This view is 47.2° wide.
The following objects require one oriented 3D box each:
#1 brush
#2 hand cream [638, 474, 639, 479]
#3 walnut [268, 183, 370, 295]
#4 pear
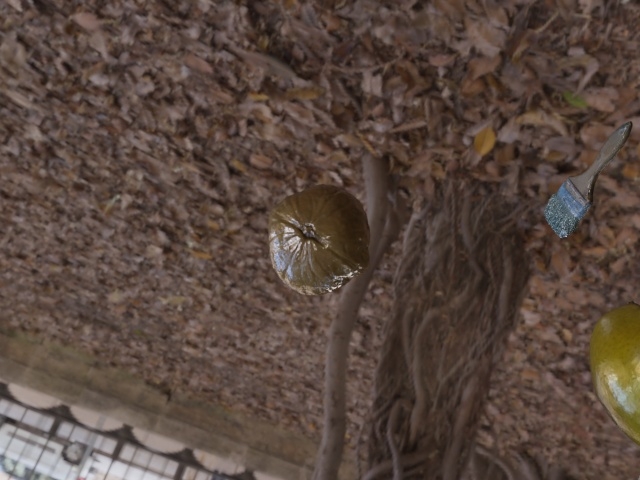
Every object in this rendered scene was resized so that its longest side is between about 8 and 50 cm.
[{"bbox_3d":[0.389,-0.091,1.057,0.021,0.070,0.196,6,130,-24],"label":"brush"},{"bbox_3d":[0.499,0.387,1.106,0.050,0.234,0.080,32,164,-12],"label":"hand cream"},{"bbox_3d":[0.000,0.000,1.449,0.228,0.228,0.228,17,156,8],"label":"walnut"},{"bbox_3d":[0.719,0.342,1.602,0.191,0.386,0.340,-32,134,3],"label":"pear"}]
